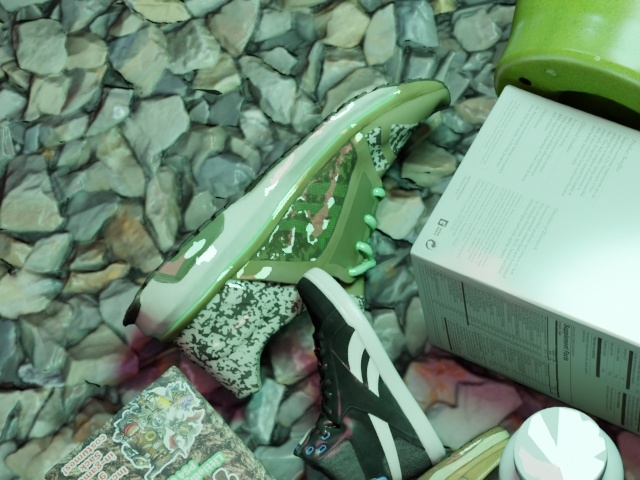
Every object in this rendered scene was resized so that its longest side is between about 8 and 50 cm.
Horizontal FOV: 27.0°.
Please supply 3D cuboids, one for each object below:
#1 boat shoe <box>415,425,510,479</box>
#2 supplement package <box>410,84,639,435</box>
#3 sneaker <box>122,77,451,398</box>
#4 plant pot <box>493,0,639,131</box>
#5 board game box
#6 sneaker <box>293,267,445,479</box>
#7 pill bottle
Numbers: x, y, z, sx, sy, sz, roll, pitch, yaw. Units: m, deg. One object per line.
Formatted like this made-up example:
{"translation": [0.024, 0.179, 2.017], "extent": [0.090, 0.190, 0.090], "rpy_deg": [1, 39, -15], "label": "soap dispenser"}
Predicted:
{"translation": [0.109, 0.249, 1.208], "extent": [0.190, 0.068, 0.072], "rpy_deg": [-40, 74, 0], "label": "boat shoe"}
{"translation": [0.250, 0.027, 1.215], "extent": [0.263, 0.198, 0.199], "rpy_deg": [23, 67, 22], "label": "supplement package"}
{"translation": [0.000, 0.000, 1.345], "extent": [0.410, 0.158, 0.182], "rpy_deg": [-42, 93, -14], "label": "sneaker"}
{"translation": [0.344, -0.242, 1.266], "extent": [0.366, 0.366, 0.353], "rpy_deg": [22, 74, 21], "label": "plant pot"}
{"translation": [-0.061, 0.285, 1.118], "extent": [0.141, 0.232, 0.291], "rpy_deg": [-40, 62, -10], "label": "board game box"}
{"translation": [0.011, 0.142, 1.232], "extent": [0.121, 0.079, 0.217], "rpy_deg": [-33, 86, -9], "label": "sneaker"}
{"translation": [0.205, 0.210, 1.133], "extent": [0.103, 0.184, 0.103], "rpy_deg": [-5, 61, 9], "label": "pill bottle"}
